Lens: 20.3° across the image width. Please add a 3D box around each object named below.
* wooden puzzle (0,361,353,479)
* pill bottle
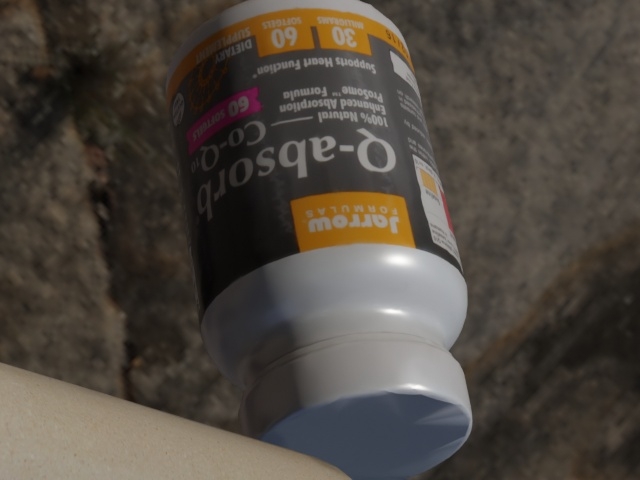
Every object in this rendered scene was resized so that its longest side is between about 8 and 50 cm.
[{"bbox_3d":[-0.056,0.239,0.668,0.322,0.080,0.348,29,66,-61],"label":"wooden puzzle"},{"bbox_3d":[0.000,0.000,1.084,0.162,0.278,0.162,-8,148,-5],"label":"pill bottle"}]
